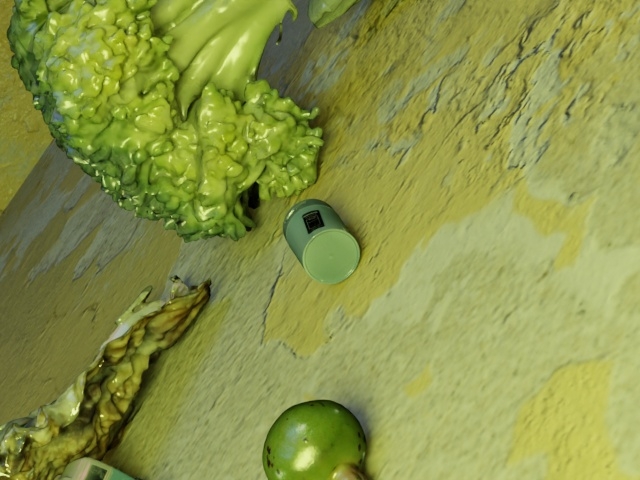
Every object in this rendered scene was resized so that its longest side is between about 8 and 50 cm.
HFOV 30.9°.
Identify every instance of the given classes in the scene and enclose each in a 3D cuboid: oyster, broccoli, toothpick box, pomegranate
[{"bbox_3d":[-0.222,0.157,1.161,0.354,0.107,0.201,-41,8,-38],"label":"oyster"},{"bbox_3d":[-0.153,-0.181,1.211,0.281,0.348,0.293,-40,29,8],"label":"broccoli"},{"bbox_3d":[0.000,0.000,1.000,0.052,0.052,0.083,-52,22,7],"label":"toothpick box"},{"bbox_3d":[0.004,0.141,0.766,0.084,0.073,0.073,5,54,24],"label":"pomegranate"}]

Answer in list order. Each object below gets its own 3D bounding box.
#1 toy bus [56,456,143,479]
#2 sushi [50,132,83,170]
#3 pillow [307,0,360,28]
[{"bbox_3d":[-0.216,0.259,1.034,0.060,0.075,0.123,-30,31,48],"label":"toy bus"},{"bbox_3d":[-0.261,-0.172,1.634,0.274,0.184,0.139,-31,32,44],"label":"sushi"},{"bbox_3d":[0.116,-0.382,1.308,0.274,0.076,0.281,-33,23,38],"label":"pillow"}]
